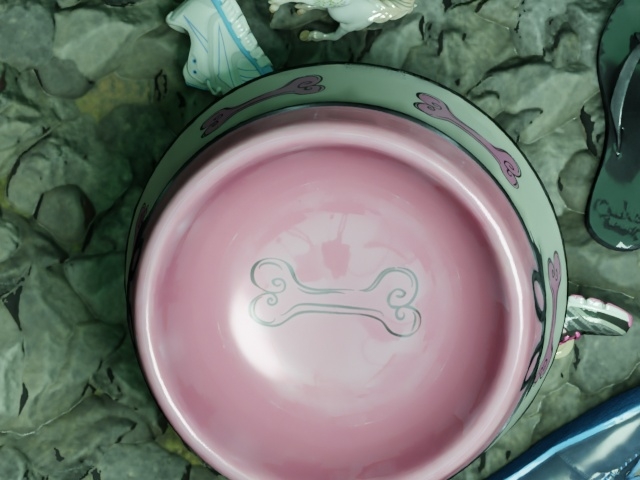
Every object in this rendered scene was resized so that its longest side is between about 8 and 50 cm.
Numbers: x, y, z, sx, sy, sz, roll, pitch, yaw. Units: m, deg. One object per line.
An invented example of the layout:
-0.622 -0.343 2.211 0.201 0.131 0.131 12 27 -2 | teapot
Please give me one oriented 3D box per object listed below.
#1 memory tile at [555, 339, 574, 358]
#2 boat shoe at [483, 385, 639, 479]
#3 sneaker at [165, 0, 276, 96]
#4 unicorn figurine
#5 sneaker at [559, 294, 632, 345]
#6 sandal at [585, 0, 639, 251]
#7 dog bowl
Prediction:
0.173 0.054 1.783 0.113 0.012 0.148 -17 82 -5 | memory tile
0.241 0.219 1.730 0.258 0.109 0.089 -33 91 10 | boat shoe
-0.083 -0.155 1.783 0.083 0.071 0.191 -31 76 0 | sneaker
0.022 -0.227 1.780 0.111 0.162 0.060 -7 86 24 | unicorn figurine
0.204 0.089 1.743 0.170 0.063 0.075 2 81 2 | sneaker
0.312 -0.117 1.794 0.097 0.054 0.255 6 81 -2 | sandal
0.015 0.053 1.640 0.408 0.150 0.408 1 102 6 | dog bowl
